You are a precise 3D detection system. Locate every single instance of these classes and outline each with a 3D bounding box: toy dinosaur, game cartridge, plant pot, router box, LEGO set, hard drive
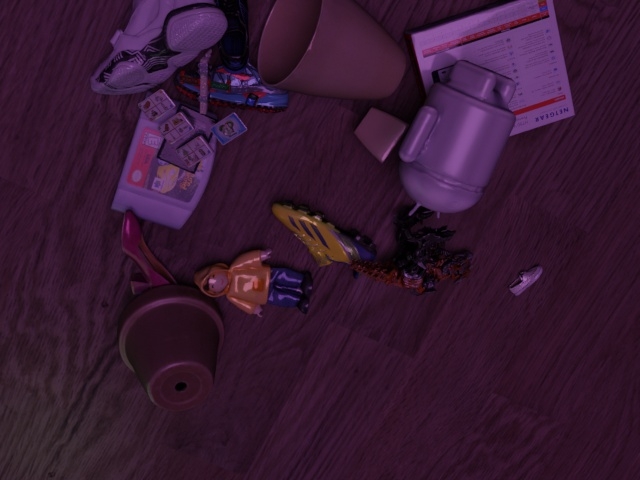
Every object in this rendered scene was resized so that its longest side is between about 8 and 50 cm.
[{"bbox_3d":[0.235,0.049,2.018,0.322,0.164,0.218,-18,128,-40],"label":"toy dinosaur"},{"bbox_3d":[-0.352,-0.178,1.934,0.196,0.060,0.294,16,106,-16],"label":"game cartridge"},{"bbox_3d":[0.137,-0.257,1.945,0.096,0.109,0.109,35,101,-3],"label":"plant pot"},{"bbox_3d":[0.395,-0.388,1.940,0.335,0.082,0.301,-17,110,-1],"label":"router box"},{"bbox_3d":[-0.251,-0.291,1.812,0.244,0.060,0.182,-27,112,30],"label":"LEGO set"},{"bbox_3d":[0.042,-0.412,1.822,0.274,0.256,0.256,18,106,-32],"label":"plant pot"},{"bbox_3d":[-0.302,-0.229,1.884,0.094,0.022,0.135,24,103,-14],"label":"hard drive"},{"bbox_3d":[-0.339,0.271,1.959,0.263,0.229,0.263,-9,123,-13],"label":"plant pot"}]

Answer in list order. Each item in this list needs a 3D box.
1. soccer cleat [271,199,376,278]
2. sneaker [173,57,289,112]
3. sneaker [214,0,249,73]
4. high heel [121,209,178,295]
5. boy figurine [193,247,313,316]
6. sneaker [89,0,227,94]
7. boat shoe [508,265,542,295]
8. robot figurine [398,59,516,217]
[{"bbox_3d":[0.001,0.001,2.013,0.289,0.093,0.121,27,101,-16],"label":"soccer cleat"},{"bbox_3d":[-0.198,-0.364,1.882,0.262,0.104,0.125,7,88,-12],"label":"sneaker"},{"bbox_3d":[-0.190,-0.482,1.797,0.081,0.090,0.232,-8,86,-9],"label":"sneaker"},{"bbox_3d":[-0.400,0.034,1.967,0.117,0.082,0.244,-1,118,3],"label":"high heel"},{"bbox_3d":[-0.163,0.099,2.028,0.285,0.092,0.177,11,108,-14],"label":"boy figurine"},{"bbox_3d":[-0.371,-0.466,1.790,0.366,0.137,0.210,-25,78,29],"label":"sneaker"},{"bbox_3d":[0.527,0.097,2.144,0.035,0.035,0.100,40,106,-20],"label":"boat shoe"},{"bbox_3d":[0.299,-0.211,1.838,0.300,0.200,0.353,10,109,-39],"label":"robot figurine"}]
